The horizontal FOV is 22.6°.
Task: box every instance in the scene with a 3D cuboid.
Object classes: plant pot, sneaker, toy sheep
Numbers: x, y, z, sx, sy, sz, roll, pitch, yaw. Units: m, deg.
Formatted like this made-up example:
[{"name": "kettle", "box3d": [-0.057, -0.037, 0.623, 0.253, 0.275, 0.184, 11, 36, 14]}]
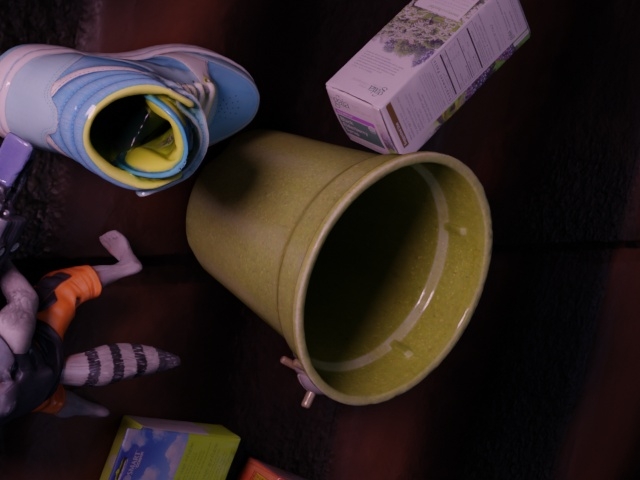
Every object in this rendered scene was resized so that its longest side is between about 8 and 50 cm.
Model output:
[{"name": "plant pot", "box3d": [0.000, 0.000, 1.718, 0.276, 0.254, 0.276, -21, 123, -35]}, {"name": "sneaker", "box3d": [-0.143, -0.112, 1.555, 0.319, 0.208, 0.127, -7, 114, -43]}, {"name": "toy sheep", "box3d": [0.005, 0.139, 1.920, 0.091, 0.091, 0.132, 35, 79, -48]}]

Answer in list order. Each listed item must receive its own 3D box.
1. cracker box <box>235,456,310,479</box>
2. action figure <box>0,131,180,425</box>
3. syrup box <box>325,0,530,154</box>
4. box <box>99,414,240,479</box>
[{"name": "cracker box", "box3d": [-0.039, 0.378, 2.009, 0.232, 0.067, 0.156, 30, 88, -48]}, {"name": "action figure", "box3d": [-0.275, 0.076, 1.529, 0.330, 0.178, 0.341, -16, 136, -61]}, {"name": "syrup box", "box3d": [0.126, -0.208, 1.854, 0.237, 0.093, 0.096, -46, 136, -18]}, {"name": "box", "box3d": [-0.181, 0.260, 1.828, 0.178, 0.042, 0.109, 14, 99, -47]}]
